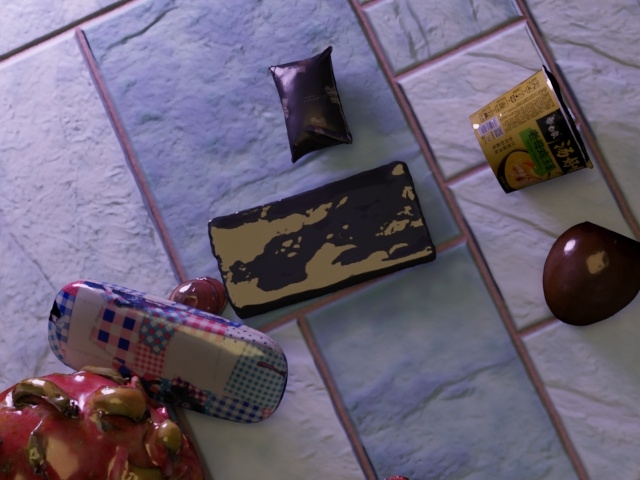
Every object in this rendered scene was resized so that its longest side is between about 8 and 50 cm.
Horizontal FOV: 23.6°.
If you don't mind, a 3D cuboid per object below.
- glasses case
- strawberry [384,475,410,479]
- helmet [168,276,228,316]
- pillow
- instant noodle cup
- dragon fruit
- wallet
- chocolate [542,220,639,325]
[{"bbox_3d":[-0.200,0.142,1.985,0.327,0.076,0.125,16,112,10],"label":"glasses case"},{"bbox_3d":[0.092,0.346,1.917,0.106,0.106,0.106,-1,77,7],"label":"strawberry"},{"bbox_3d":[-0.166,0.079,2.024,0.084,0.049,0.065,-34,75,-1],"label":"helmet"},{"bbox_3d":[-0.011,-0.183,2.066,0.090,0.048,0.150,-13,72,-5],"label":"pillow"},{"bbox_3d":[0.268,-0.138,1.978,0.122,0.151,0.151,-23,76,11],"label":"instant noodle cup"},{"bbox_3d":[-0.294,0.273,1.885,0.291,0.269,0.250,-8,70,20],"label":"dragon fruit"},{"bbox_3d":[0.000,0.000,2.034,0.285,0.030,0.146,-18,79,4],"label":"wallet"},{"bbox_3d":[0.345,0.047,1.953,0.124,0.127,0.133,21,93,41],"label":"chocolate"}]
